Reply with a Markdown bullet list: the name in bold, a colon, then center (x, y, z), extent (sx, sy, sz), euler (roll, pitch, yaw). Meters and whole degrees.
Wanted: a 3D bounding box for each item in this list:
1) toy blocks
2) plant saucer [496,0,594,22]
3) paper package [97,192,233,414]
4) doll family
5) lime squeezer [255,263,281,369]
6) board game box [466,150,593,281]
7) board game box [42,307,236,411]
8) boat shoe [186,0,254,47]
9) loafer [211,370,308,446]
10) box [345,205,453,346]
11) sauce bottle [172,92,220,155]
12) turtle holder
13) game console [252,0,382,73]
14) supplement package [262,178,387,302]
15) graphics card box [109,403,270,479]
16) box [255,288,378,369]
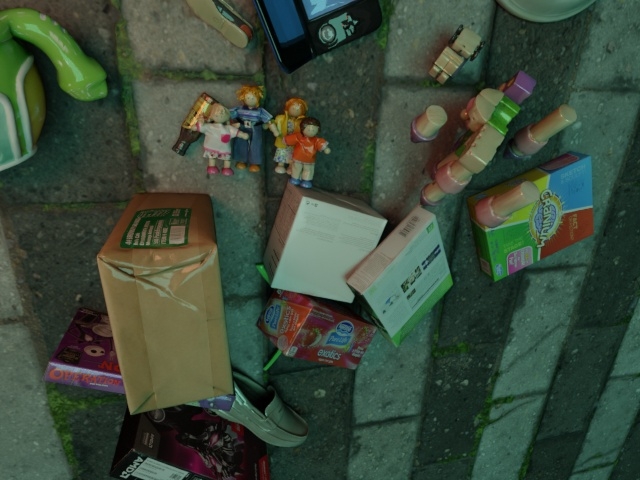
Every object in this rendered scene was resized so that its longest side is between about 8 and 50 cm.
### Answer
- **toy blocks**: center (0.304, -0.209, 0.867), extent (0.309, 0.260, 0.288), euler (36, 69, -2)
- **plant saucer**: center (0.498, -0.652, 0.777), extent (0.401, 0.100, 0.399), euler (-6, 113, -14)
- **paper package**: center (-0.269, 0.089, 0.748), extent (0.168, 0.325, 0.309), euler (-6, 113, -14)
- **doll family**: center (-0.111, -0.215, 0.793), extent (0.263, 0.118, 0.163), euler (6, 124, -8)
- **lime squeezer**: center (-0.095, 0.201, 0.993), extent (0.110, 0.059, 0.309), euler (-6, 114, -14)
- **board game box**: center (0.562, -0.062, 1.063), extent (0.317, 0.064, 0.242), euler (-25, 117, -4)
- **board game box**: center (-0.359, 0.252, 0.855), extent (0.347, 0.208, 0.056), euler (21, 105, -23)
- **boat shoe**: center (-0.180, -0.409, 0.719), extent (0.137, 0.049, 0.043), euler (35, 57, -23)
- **loafer**: center (-0.145, 0.442, 1.050), extent (0.320, 0.112, 0.111), euler (37, 107, -25)
- **box**: center (0.201, 0.100, 0.943), extent (0.232, 0.058, 0.322), euler (-45, 139, -10)
- **sauce bottle**: center (-0.244, -0.223, 0.778), extent (0.042, 0.042, 0.128), euler (31, 99, -25)
- **turtle holder**: center (-0.534, -0.237, 0.611), extent (0.320, 0.244, 0.227), euler (-49, 143, -37)
- **game console**: center (-0.019, -0.467, 0.667), extent (0.250, 0.173, 0.292), euler (-25, 117, -4)
- **supplement package**: center (0.000, 0.000, 0.882), extent (0.194, 0.149, 0.203), euler (14, 108, -21)
- **graphics card box**: center (-0.288, 0.490, 0.962), extent (0.371, 0.232, 0.094), euler (38, 102, -25)
- **box**: center (-0.002, 0.200, 0.926), extent (0.257, 0.128, 0.122), euler (29, 90, -45)
